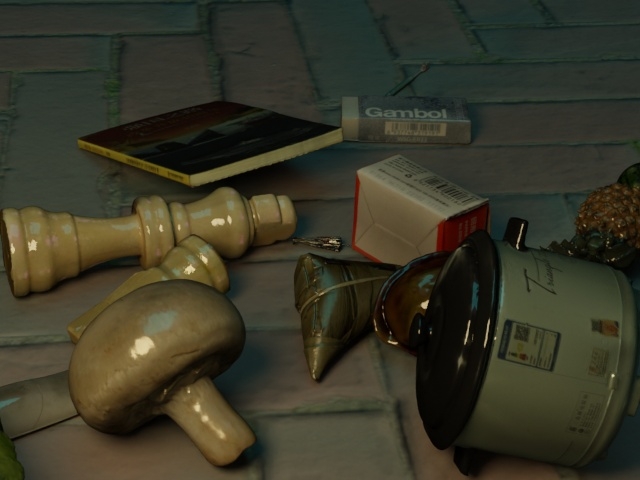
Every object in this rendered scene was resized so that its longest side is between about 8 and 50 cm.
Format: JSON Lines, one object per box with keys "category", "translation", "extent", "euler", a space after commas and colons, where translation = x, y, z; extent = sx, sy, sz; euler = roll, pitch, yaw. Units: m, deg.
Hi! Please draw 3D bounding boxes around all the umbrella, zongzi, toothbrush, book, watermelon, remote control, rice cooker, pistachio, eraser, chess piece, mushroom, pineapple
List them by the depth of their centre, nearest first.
{"category": "rice cooker", "translation": [0.208, 0.118, 1.339], "extent": [0.227, 0.280, 0.241], "euler": [12, 6, -6]}
{"category": "mushroom", "translation": [-0.158, 0.155, 1.355], "extent": [0.207, 0.207, 0.215], "euler": [-31, 78, -41]}
{"category": "remote control", "translation": [-0.333, 0.180, 1.410], "extent": [0.229, 0.044, 0.073], "euler": [-18, 34, -29]}
{"category": "pistachio", "translation": [0.167, 0.081, 1.517], "extent": [0.210, 0.130, 0.165], "euler": [-10, 56, -3]}
{"category": "zongzi", "translation": [0.062, 0.105, 1.551], "extent": [0.189, 0.081, 0.178], "euler": [6, 51, -19]}
{"category": "chess piece", "translation": [-0.215, 0.080, 1.560], "extent": [0.200, 0.090, 0.090], "euler": [-35, 46, -29]}
{"category": "pineapple", "translation": [0.365, 0.029, 1.633], "extent": [0.130, 0.119, 0.277], "euler": [52, 42, -5]}
{"category": "chess piece", "translation": [-0.222, -0.012, 1.668], "extent": [0.397, 0.117, 0.117], "euler": [-9, 33, -19]}
{"category": "umbrella", "translation": [0.000, 0.002, 1.741], "extent": [0.083, 0.020, 0.031], "euler": [0, 31, 8]}
{"category": "watermelon", "translation": [0.476, -0.065, 1.795], "extent": [0.109, 0.109, 0.109], "euler": [1, 32, -1]}
{"category": "book", "translation": [-0.175, -0.154, 1.891], "extent": [0.263, 0.028, 0.374], "euler": [-21, 23, -30]}
{"category": "eraser", "translation": [0.139, -0.199, 2.044], "extent": [0.213, 0.046, 0.092], "euler": [1, 32, -1]}
{"category": "toothbrush", "translation": [0.156, -0.287, 2.219], "extent": [0.011, 0.014, 0.167], "euler": [26, 38, 19]}

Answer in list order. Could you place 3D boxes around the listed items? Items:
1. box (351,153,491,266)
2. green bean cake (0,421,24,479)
{"category": "box", "translation": [0.136, -0.021, 1.678], "extent": [0.099, 0.133, 0.182], "euler": [-25, 38, -35]}
{"category": "green bean cake", "translation": [-0.417, 0.251, 1.184], "extent": [0.250, 0.156, 0.247], "euler": [-14, 34, -24]}
